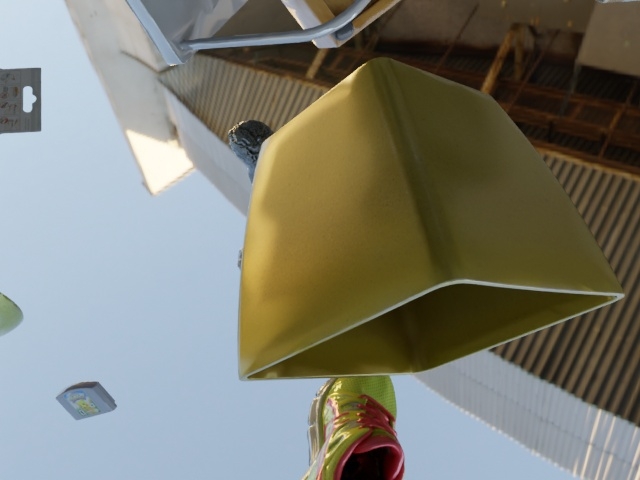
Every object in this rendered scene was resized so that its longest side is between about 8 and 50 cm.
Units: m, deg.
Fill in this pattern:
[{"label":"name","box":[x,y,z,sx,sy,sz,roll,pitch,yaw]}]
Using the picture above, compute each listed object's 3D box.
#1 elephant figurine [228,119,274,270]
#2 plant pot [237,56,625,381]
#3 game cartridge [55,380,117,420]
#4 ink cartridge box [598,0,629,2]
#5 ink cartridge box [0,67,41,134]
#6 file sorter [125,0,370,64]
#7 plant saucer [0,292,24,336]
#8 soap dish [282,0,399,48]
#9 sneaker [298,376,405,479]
[{"label":"elephant figurine","box":[0.000,0.000,0.779,0.186,0.239,0.169,-5,-108,-14]},{"label":"plant pot","box":[0.062,-0.013,0.606,0.212,0.212,0.187,6,-117,-42]},{"label":"game cartridge","box":[-0.332,0.224,1.108,0.083,0.056,0.017,-20,-157,29]},{"label":"ink cartridge box","box":[0.253,-0.288,0.701,0.235,0.088,0.193,-15,-137,-37]},{"label":"ink cartridge box","box":[-0.697,-0.272,1.628,0.233,0.066,0.189,-2,-122,-17]},{"label":"file sorter","box":[-0.063,-0.287,0.504,0.173,0.277,0.192,8,-129,43]},{"label":"plant saucer","box":[-0.568,0.099,1.170,0.241,0.241,0.037,3,-119,12]},{"label":"soap dish","box":[0.016,-0.366,0.833,0.229,0.291,0.118,-35,-142,11]},{"label":"sneaker","box":[0.036,0.170,0.631,0.081,0.094,0.208,40,-144,-13]}]
